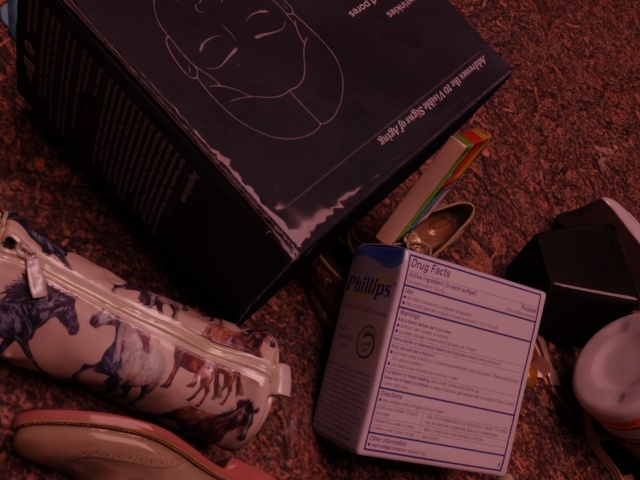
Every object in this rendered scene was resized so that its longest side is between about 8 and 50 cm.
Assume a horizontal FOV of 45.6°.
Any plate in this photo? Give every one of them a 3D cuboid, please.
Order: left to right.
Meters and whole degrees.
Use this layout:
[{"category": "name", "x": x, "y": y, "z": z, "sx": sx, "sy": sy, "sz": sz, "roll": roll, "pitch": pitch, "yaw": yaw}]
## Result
[{"category": "plate", "x": 0.636, "y": 0.026, "z": 1.586, "sx": 0.045, "sy": 0.277, "sz": 0.278, "roll": -38, "pitch": 86, "yaw": -6}]

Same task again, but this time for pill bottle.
[{"category": "pill bottle", "x": 0.664, "y": 0.330, "z": 1.394, "sx": 0.392, "sy": 0.224, "sz": 0.224, "roll": 43, "pitch": 45, "yaw": -20}]

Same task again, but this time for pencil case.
[{"category": "pencil case", "x": -0.242, "y": 0.118, "z": 0.934, "sx": 0.410, "sy": 0.183, "sz": 0.160, "roll": 28, "pitch": 61, "yaw": -19}]

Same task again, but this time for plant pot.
[{"category": "plant pot", "x": 0.473, "y": 0.081, "z": 1.477, "sx": 0.166, "sy": 0.188, "sz": 0.188, "roll": 9, "pitch": 52, "yaw": -16}]

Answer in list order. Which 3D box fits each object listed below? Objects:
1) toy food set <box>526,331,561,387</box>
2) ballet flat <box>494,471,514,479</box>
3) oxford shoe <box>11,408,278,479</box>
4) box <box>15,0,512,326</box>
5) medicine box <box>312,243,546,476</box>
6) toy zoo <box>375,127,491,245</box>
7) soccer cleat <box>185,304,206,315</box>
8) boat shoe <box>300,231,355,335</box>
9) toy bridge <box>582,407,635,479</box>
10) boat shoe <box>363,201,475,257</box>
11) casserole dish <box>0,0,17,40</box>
[{"category": "toy food set", "x": 0.376, "y": 0.211, "z": 1.416, "sx": 0.192, "sy": 0.038, "sz": 0.133, "roll": 6, "pitch": 58, "yaw": -33}, {"category": "ballet flat", "x": 0.285, "y": 0.441, "z": 1.190, "sx": 0.052, "sy": 0.057, "sz": 0.168, "roll": 11, "pitch": 55, "yaw": -18}, {"category": "oxford shoe", "x": -0.202, "y": 0.297, "z": 0.891, "sx": 0.348, "sy": 0.123, "sz": 0.130, "roll": 26, "pitch": 55, "yaw": -19}, {"category": "box", "x": -0.079, "y": -0.227, "z": 1.074, "sx": 0.472, "sy": 0.297, "sz": 0.480, "roll": 47, "pitch": 58, "yaw": 4}, {"category": "medicine box", "x": 0.161, "y": 0.176, "z": 1.127, "sx": 0.263, "sy": 0.149, "sz": 0.290, "roll": 17, "pitch": 84, "yaw": -26}, {"category": "toy zoo", "x": 0.194, "y": -0.095, "z": 1.238, "sx": 0.030, "sy": 0.192, "sz": 0.293, "roll": 40, "pitch": 22, "yaw": 9}, {"category": "soccer cleat", "x": -0.171, "y": 0.123, "z": 1.090, "sx": 0.083, "sy": 0.029, "sz": 0.036, "roll": 33, "pitch": 43, "yaw": -20}, {"category": "boat shoe", "x": 0.000, "y": 0.000, "z": 1.239, "sx": 0.110, "sy": 0.104, "sz": 0.307, "roll": -25, "pitch": 78, "yaw": -43}, {"category": "toy bridge", "x": 0.531, "y": 0.372, "z": 1.431, "sx": 0.063, "sy": 0.026, "sz": 0.188, "roll": 2, "pitch": 61, "yaw": -34}, {"category": "boat shoe", "x": 0.176, "y": -0.007, "z": 1.381, "sx": 0.285, "sy": 0.089, "sz": 0.105, "roll": -31, "pitch": 82, "yaw": -44}, {"category": "casserole dish", "x": -0.413, "y": -0.354, "z": 1.225, "sx": 0.188, "sy": 0.037, "sz": 0.114, "roll": 5, "pitch": 60, "yaw": -35}]
